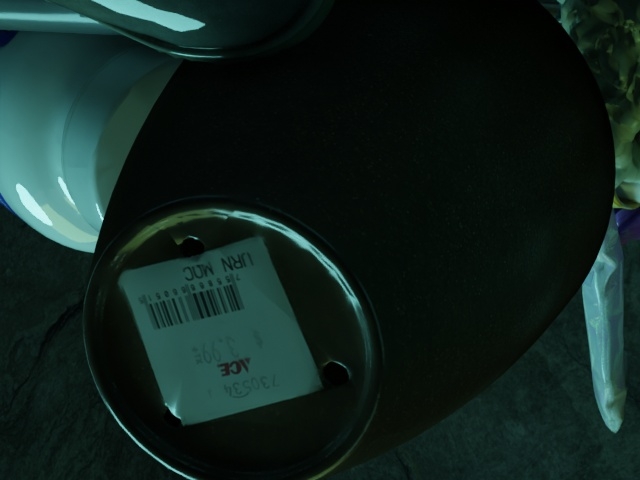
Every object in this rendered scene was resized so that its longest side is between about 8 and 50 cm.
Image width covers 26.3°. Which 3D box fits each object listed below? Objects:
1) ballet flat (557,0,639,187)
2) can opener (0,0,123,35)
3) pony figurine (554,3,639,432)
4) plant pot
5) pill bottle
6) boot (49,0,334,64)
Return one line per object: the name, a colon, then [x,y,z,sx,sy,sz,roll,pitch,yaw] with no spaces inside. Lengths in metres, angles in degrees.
ballet flat: [0.209,-0.063,0.521,0.147,0.147,0.409,5,-177,-11]
can opener: [-0.201,-0.142,0.684,0.280,0.074,0.093,6,-177,12]
pony figurine: [0.168,-0.045,0.887,0.363,0.303,0.351,22,179,14]
plant pot: [0.000,0.000,0.554,0.215,0.215,0.230,7,-160,15]
pill bottle: [-0.140,-0.081,0.799,0.152,0.152,0.272,3,-163,-37]
boot: [-0.116,-0.106,0.433,0.190,0.076,0.208,11,-177,24]
